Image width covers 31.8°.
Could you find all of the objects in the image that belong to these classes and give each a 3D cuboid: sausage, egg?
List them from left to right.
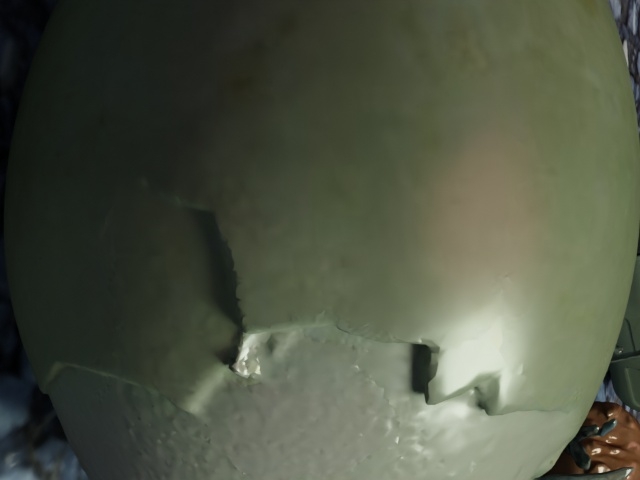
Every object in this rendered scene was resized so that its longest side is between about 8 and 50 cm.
[{"bbox_3d":[0.000,0.000,0.501,0.278,0.278,0.336,17,71,-56],"label":"egg"},{"bbox_3d":[0.244,0.213,1.010,0.289,0.086,0.086,66,37,-66],"label":"sausage"}]

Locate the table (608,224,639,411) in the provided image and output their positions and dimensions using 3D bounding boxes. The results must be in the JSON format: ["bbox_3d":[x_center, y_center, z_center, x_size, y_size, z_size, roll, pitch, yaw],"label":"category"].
[{"bbox_3d":[0.356,0.065,1.196,0.126,0.126,0.220,-53,134,-41],"label":"table"}]

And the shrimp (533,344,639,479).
[{"bbox_3d":[0.142,0.064,0.856,0.221,0.166,0.411,4,73,-24],"label":"shrimp"}]
